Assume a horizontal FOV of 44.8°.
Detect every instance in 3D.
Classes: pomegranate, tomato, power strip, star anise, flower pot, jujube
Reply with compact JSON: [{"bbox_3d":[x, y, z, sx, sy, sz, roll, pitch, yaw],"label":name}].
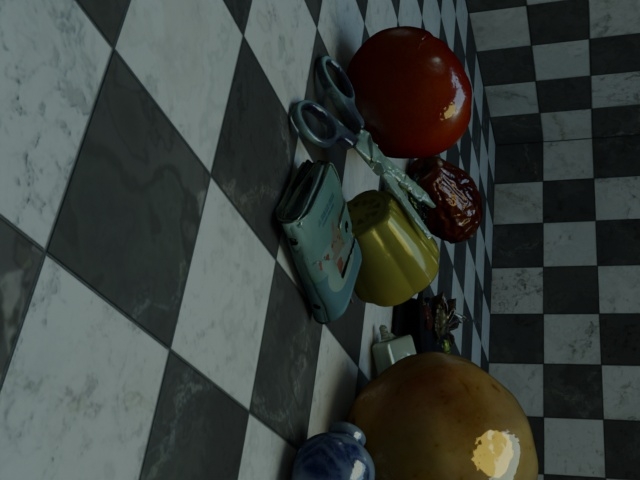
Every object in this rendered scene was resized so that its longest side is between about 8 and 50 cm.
[{"bbox_3d":[0.236,0.420,1.521,0.411,0.411,0.411,-2,90,-71],"label":"pomegranate"},{"bbox_3d":[0.177,-0.292,1.624,0.298,0.226,0.298,51,-8,10],"label":"tomato"},{"bbox_3d":[0.193,0.353,1.761,0.098,0.058,0.338,-9,81,-44],"label":"power strip"},{"bbox_3d":[0.370,0.262,2.365,0.262,0.081,0.230,-23,110,-58],"label":"star anise"},{"bbox_3d":[0.119,0.004,1.547,0.179,0.195,0.195,56,34,-34],"label":"flower pot"},{"bbox_3d":[0.351,-0.112,2.206,0.290,0.197,0.197,50,39,-38],"label":"jujube"}]

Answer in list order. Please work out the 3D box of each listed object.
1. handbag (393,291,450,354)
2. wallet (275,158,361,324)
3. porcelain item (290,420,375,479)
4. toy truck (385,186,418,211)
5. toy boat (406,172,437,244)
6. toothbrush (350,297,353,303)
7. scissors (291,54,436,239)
[{"bbox_3d":[0.269,0.314,2.022,0.303,0.122,0.329,57,34,-55],"label":"handbag"},{"bbox_3d":[0.000,0.000,1.358,0.176,0.075,0.250,-66,149,-41],"label":"wallet"},{"bbox_3d":[0.004,0.412,1.239,0.141,0.141,0.259,71,34,-40],"label":"porcelain item"},{"bbox_3d":[0.191,-0.104,1.918,0.111,0.076,0.077,42,32,-61],"label":"toy truck"},{"bbox_3d":[0.252,-0.064,2.039,0.093,0.103,0.246,45,44,-62],"label":"toy boat"},{"bbox_3d":[0.056,0.099,1.595,0.006,0.008,0.097,-60,147,-33],"label":"toothbrush"},{"bbox_3d":[0.098,-0.159,1.465,0.383,0.029,0.256,48,36,-19],"label":"scissors"}]
